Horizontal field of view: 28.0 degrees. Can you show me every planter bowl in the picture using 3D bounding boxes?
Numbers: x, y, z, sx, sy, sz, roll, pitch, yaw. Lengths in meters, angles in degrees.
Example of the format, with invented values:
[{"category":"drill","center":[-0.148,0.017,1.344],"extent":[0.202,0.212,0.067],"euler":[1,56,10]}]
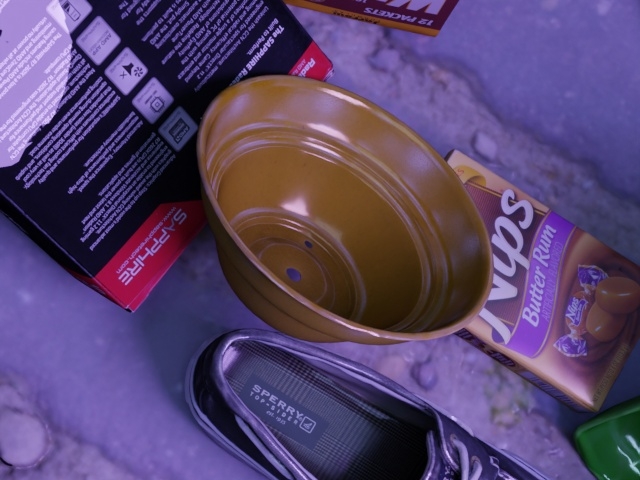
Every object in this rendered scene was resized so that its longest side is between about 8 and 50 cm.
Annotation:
[{"category":"planter bowl","center":[0.000,0.000,0.844],"extent":[0.217,0.090,0.217],"euler":[20,42,-20]}]

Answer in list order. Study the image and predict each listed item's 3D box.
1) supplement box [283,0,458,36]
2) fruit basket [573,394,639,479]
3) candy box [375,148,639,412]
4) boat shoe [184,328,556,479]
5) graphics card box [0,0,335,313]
[{"category":"supplement box","center":[0.055,-0.273,0.900],"extent":[0.129,0.191,0.194],"euler":[12,80,-5]},{"category":"fruit basket","center":[0.309,0.200,0.761],"extent":[0.392,0.392,0.283],"euler":[-41,87,-12]},{"category":"candy box","center":[0.143,0.031,0.930],"extent":[0.187,0.053,0.109],"euler":[32,79,1]},{"category":"boat shoe","center":[0.056,0.167,0.860],"extent":[0.335,0.119,0.121],"euler":[28,78,-2]},{"category":"graphics card box","center":[-0.178,-0.155,0.803],"extent":[0.233,0.094,0.371],"euler":[-51,129,-11]}]
